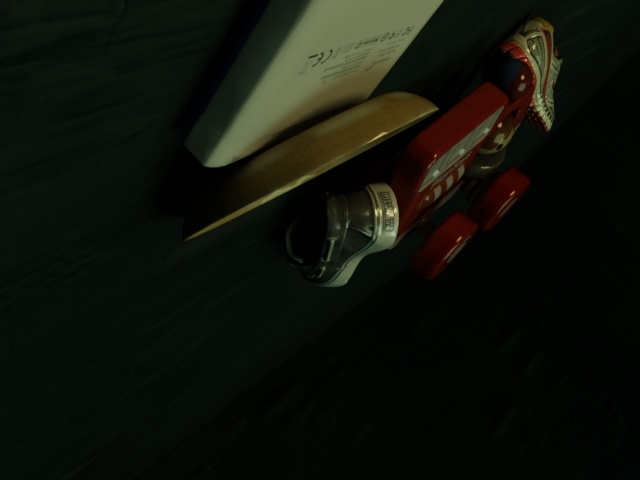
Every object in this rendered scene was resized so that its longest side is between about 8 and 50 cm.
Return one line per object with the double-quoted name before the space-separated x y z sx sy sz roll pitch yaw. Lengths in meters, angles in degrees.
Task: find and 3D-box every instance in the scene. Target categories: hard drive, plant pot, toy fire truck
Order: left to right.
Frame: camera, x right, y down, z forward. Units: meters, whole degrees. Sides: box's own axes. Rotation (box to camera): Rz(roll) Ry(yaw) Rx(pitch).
"plant pot" -0.014 -0.067 0.666 0.236 0.032 0.236 -26 -177 2
"hard drive" 0.050 -0.189 0.526 0.210 0.040 0.318 -31 166 -50
"toy fire truck" 0.182 -0.111 1.049 0.302 0.169 0.254 -38 165 -30

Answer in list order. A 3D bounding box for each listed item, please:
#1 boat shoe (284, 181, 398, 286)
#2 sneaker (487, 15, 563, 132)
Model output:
"boat shoe" 0.000 0.000 1.028 0.102 0.108 0.301 -5 171 -17
"sneaker" 0.311 -0.231 1.146 0.092 0.088 0.225 -49 153 -3
